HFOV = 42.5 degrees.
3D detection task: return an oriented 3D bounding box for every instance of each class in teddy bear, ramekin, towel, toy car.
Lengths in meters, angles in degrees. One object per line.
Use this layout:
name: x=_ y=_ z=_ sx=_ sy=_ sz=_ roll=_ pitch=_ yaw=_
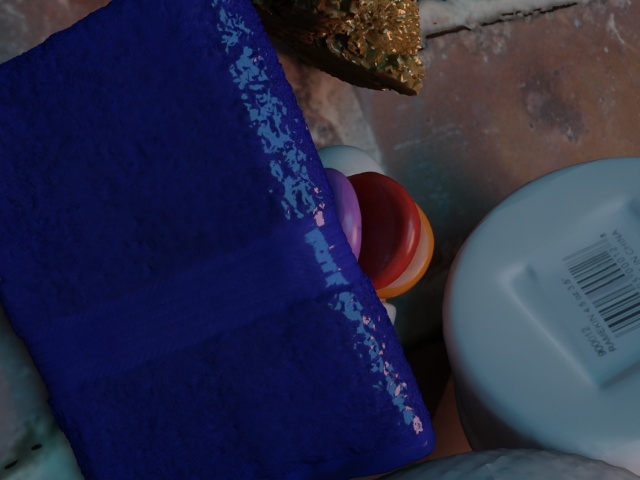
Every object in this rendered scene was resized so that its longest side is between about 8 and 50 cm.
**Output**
teddy bear: x=-0.050 y=-0.215 z=0.559 sx=0.337 sy=0.245 sz=0.113 roll=22 pitch=93 yaw=-21
ramekin: x=0.224 y=0.069 z=0.611 sx=0.277 sy=0.277 sz=0.135 roll=-63 pitch=146 yaw=-26
towel: x=-0.085 y=0.018 z=0.502 sx=0.308 sy=0.227 sz=0.076 roll=67 pitch=17 yaw=-4
toy car: x=0.000 y=0.000 z=0.586 sx=0.181 sy=0.136 sz=0.159 roll=3 pitch=77 yaw=-32

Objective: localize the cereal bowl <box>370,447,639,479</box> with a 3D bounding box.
cereal bowl: x=0.096 y=0.255 z=0.520 sx=0.338 sy=0.339 sz=0.141 roll=29 pitch=22 yaw=-24
